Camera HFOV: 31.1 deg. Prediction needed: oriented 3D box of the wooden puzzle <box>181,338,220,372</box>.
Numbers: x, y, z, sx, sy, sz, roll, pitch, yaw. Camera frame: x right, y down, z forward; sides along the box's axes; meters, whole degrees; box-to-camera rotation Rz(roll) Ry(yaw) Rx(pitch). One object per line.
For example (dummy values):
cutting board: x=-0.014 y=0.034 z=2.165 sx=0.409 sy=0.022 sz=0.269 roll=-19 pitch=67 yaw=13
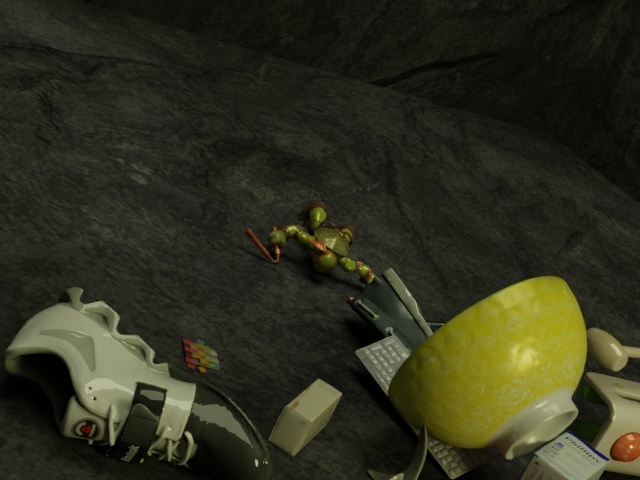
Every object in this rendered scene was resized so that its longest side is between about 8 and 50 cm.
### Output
wooden puzzle: x=-0.163 y=0.156 z=1.569 sx=0.049 sy=0.006 sz=0.083 roll=18 pitch=22 yaw=-23

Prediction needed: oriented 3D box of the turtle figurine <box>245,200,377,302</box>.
turtle figurine: x=0.000 y=0.000 z=2.029 sx=0.270 sy=0.087 sz=0.217 roll=24 pitch=21 yaw=-9

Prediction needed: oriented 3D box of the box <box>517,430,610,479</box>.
box: x=0.312 y=0.339 z=1.551 sx=0.072 sy=0.126 sz=0.137 roll=35 pitch=21 yaw=25

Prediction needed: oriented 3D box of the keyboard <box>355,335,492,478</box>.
keyboard: x=0.146 y=0.237 z=1.666 sx=0.072 sy=0.014 sz=0.256 roll=-24 pitch=52 yaw=-18

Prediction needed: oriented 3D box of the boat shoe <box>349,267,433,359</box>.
boat shoe: x=0.143 y=0.183 z=1.795 sx=0.319 sy=0.099 sz=0.116 roll=62 pitch=2 yaw=38

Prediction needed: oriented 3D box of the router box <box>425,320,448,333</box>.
router box: x=0.196 y=0.175 z=1.922 sx=0.122 sy=0.038 sz=0.092 roll=6 pitch=30 yaw=-45

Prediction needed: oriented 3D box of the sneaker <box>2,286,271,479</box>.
sneaker: x=-0.214 y=0.199 z=1.286 sx=0.331 sy=0.122 sz=0.146 roll=33 pitch=39 yaw=13

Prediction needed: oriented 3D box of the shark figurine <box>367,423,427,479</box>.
shark figurine: x=0.075 y=0.305 z=1.363 sx=0.278 sy=0.116 sz=0.166 roll=-2 pitch=37 yaw=-50

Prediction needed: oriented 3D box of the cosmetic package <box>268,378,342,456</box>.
cosmetic package: x=-0.019 y=0.229 z=1.499 sx=0.041 sy=0.060 sz=0.115 roll=31 pitch=19 yaw=13

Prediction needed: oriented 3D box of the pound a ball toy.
pound a ball toy: x=0.523 y=0.280 z=1.836 sx=0.319 sy=0.208 sz=0.135 roll=15 pitch=23 yaw=-31

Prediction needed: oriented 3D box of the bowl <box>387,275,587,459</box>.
bowl: x=0.252 y=0.195 z=1.529 sx=0.289 sy=0.289 sz=0.156 roll=2 pitch=47 yaw=-49
